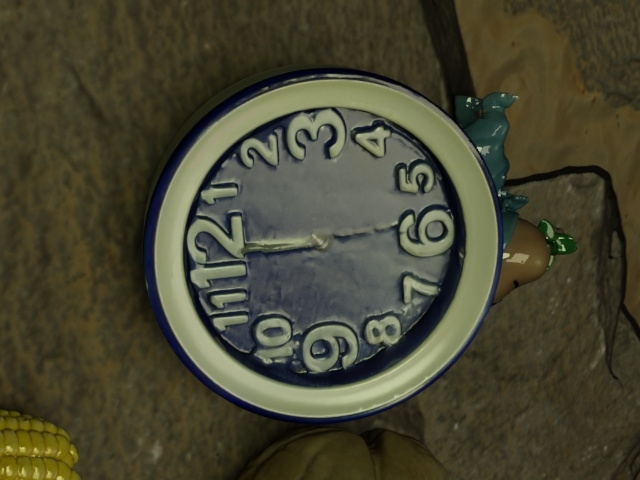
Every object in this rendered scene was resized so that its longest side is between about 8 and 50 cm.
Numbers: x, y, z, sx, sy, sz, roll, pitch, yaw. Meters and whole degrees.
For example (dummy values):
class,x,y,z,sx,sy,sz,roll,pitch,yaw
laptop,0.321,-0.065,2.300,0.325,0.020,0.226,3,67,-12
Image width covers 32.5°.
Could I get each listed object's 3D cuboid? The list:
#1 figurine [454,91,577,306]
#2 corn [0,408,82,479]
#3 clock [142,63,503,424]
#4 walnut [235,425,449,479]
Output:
class,x,y,z,sx,sy,sz,roll,pitch,yaw
figurine,0.132,-0.020,0.835,0.145,0.114,0.178,8,89,-5
corn,-0.254,0.134,0.617,0.244,0.093,0.093,13,96,-36
clock,0.000,0.000,0.720,0.231,0.083,0.230,-2,106,-8
walnut,0.004,0.242,0.801,0.178,0.178,0.230,1,108,-37
